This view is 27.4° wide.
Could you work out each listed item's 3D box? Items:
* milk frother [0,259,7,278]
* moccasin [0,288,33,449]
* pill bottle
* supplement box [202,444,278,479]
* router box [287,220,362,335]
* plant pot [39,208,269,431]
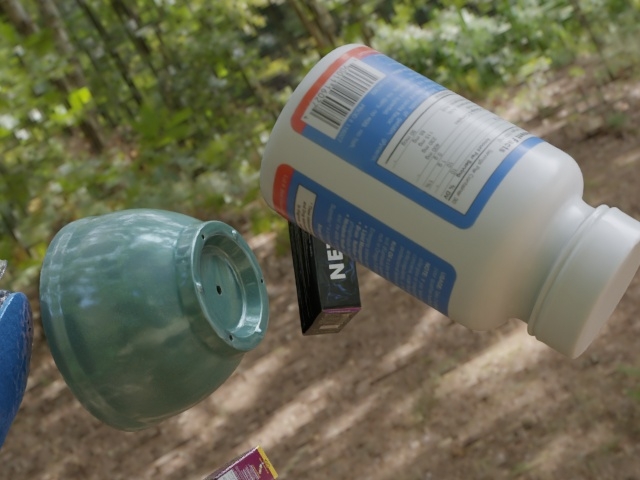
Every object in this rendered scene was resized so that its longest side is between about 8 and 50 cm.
[{"bbox_3d":[-0.359,0.047,1.079,0.143,0.134,0.129,-44,20,32],"label":"milk frother"},{"bbox_3d":[-0.444,0.208,1.556,0.116,0.138,0.342,5,60,18],"label":"moccasin"},{"bbox_3d":[0.083,-0.021,0.810,0.124,0.221,0.124,-49,-20,-25],"label":"pill bottle"},{"bbox_3d":[-0.095,0.263,1.411,0.055,0.043,0.083,-32,-2,40],"label":"supplement box"},{"bbox_3d":[0.000,0.000,1.365,0.046,0.179,0.133,-5,-13,-11],"label":"router box"},{"bbox_3d":[-0.191,0.082,1.700,0.196,0.293,0.293,-19,13,26],"label":"plant pot"}]
